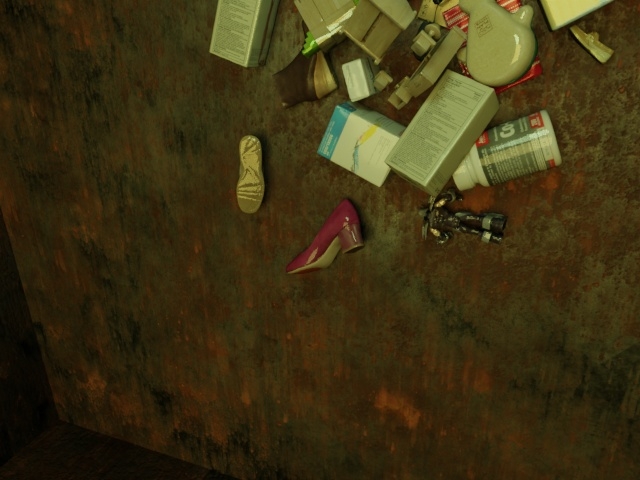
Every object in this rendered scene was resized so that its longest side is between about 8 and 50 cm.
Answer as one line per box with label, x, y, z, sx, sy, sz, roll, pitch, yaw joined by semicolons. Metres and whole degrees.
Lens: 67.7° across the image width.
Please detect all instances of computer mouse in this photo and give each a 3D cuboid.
computer mouse;0.311;-0.619;1.338;0.071;0.041;0.242;50;144;34

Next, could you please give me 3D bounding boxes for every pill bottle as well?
pill bottle;0.523;-0.250;1.373;0.283;0.161;0.161;-16;104;27

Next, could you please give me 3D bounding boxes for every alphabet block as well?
alphabet block;0.618;-0.645;1.155;0.192;0.193;0.197;-22;101;27

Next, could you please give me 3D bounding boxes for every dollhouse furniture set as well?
dollhouse furniture set;0.182;-0.569;1.273;0.355;0.303;0.174;38;77;-9

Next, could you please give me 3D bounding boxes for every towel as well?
towel;0.479;-0.549;1.330;0.198;0.031;0.275;-20;106;23

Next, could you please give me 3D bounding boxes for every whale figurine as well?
whale figurine;0.466;-0.542;1.262;0.216;0.141;0.272;-28;78;43

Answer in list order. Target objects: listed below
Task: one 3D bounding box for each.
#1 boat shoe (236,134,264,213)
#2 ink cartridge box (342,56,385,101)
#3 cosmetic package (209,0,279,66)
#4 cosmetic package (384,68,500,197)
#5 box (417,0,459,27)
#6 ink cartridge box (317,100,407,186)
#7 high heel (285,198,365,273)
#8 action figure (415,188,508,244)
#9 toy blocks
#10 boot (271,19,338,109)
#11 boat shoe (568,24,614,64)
boat shoe;-0.250;-0.243;1.738;0.102;0.092;0.285;2;110;1
ink cartridge box;0.133;-0.490;1.441;0.063;0.150;0.109;-9;108;30
cosmetic package;-0.233;-0.722;1.514;0.153;0.129;0.296;27;119;12
cosmetic package;0.339;-0.297;1.338;0.160;0.113;0.309;40;98;31
box;0.384;-0.699;1.328;0.164;0.021;0.201;26;118;11
ink cartridge box;0.146;-0.308;1.500;0.232;0.171;0.168;30;119;9
high heel;0.000;0.000;1.750;0.377;0.127;0.181;-25;71;33
action figure;0.441;-0.061;1.527;0.285;0.099;0.185;16;123;20
toy blocks;0.061;-0.736;1.353;0.381;0.191;0.261;-29;89;17
boot;-0.072;-0.565;1.531;0.206;0.090;0.248;-12;109;24
boat shoe;0.711;-0.523;1.252;0.135;0.050;0.045;39;117;-8
